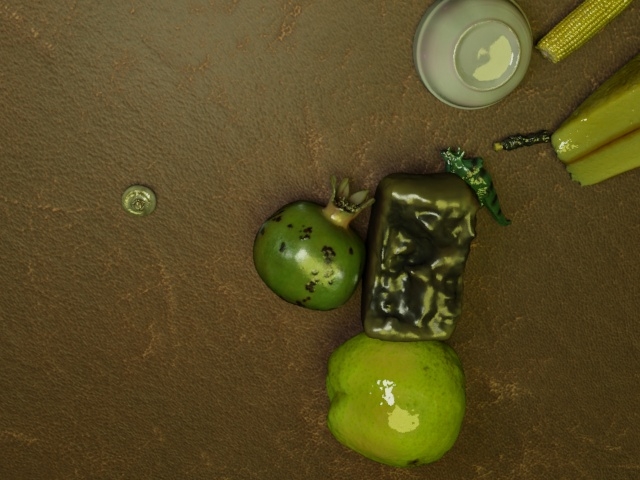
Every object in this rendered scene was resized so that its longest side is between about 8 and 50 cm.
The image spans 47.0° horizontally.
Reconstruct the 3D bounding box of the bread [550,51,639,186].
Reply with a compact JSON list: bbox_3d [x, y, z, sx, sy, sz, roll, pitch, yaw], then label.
[{"bbox_3d":[0.771,-0.317,1.851,0.361,0.245,0.233,-25,117,38],"label":"bread"}]

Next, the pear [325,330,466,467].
[{"bbox_3d":[0.184,0.399,1.929,0.391,0.391,0.391,-2,112,-4],"label":"pear"}]

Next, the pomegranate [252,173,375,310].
[{"bbox_3d":[-0.004,0.019,1.782,0.290,0.291,0.323,35,127,-17],"label":"pomegranate"}]

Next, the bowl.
[{"bbox_3d":[0.367,-0.440,1.716,0.287,0.144,0.287,-1,111,-4],"label":"bowl"}]

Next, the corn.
[{"bbox_3d":[0.629,-0.520,1.739,0.248,0.081,0.081,-40,110,11],"label":"corn"}]

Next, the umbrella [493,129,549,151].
[{"bbox_3d":[0.509,-0.252,1.861,0.143,0.037,0.040,-12,118,-3],"label":"umbrella"}]

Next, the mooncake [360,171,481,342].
[{"bbox_3d":[0.233,0.031,1.759,0.246,0.393,0.394,3,149,-8],"label":"mooncake"}]

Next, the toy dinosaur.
[{"bbox_3d":[0.391,-0.121,1.884,0.120,0.079,0.292,-29,115,9],"label":"toy dinosaur"}]

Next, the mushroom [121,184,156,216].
[{"bbox_3d":[-0.450,-0.093,1.817,0.085,0.079,0.085,-2,115,-5],"label":"mushroom"}]
